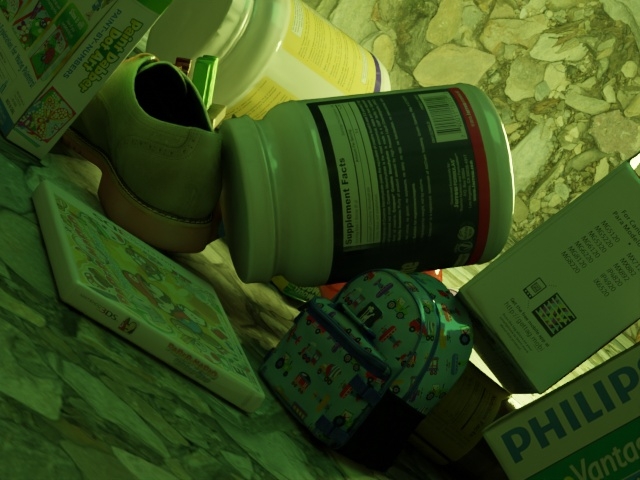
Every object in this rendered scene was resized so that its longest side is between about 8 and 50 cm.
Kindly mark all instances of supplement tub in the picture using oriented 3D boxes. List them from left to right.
[{"bbox_3d":[-0.080,-0.260,2.510,0.331,0.241,0.241,33,11,-34],"label":"supplement tub"},{"bbox_3d":[0.044,-0.055,1.657,0.272,0.191,0.191,-7,25,-12],"label":"supplement tub"}]

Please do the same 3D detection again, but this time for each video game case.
[{"bbox_3d":[-0.157,0.046,1.449,0.206,0.026,0.227,34,11,-27],"label":"video game case"}]

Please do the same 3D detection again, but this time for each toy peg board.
[{"bbox_3d":[-0.200,-0.200,2.057,0.161,0.079,0.161,10,10,0],"label":"toy peg board"}]

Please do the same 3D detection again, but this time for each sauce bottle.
[{"bbox_3d":[0.141,0.184,1.700,0.344,0.111,0.111,41,9,-17],"label":"sauce bottle"}]

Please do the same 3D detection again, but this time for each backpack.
[{"bbox_3d":[0.050,0.104,1.521,0.117,0.173,0.158,31,14,-43],"label":"backpack"}]

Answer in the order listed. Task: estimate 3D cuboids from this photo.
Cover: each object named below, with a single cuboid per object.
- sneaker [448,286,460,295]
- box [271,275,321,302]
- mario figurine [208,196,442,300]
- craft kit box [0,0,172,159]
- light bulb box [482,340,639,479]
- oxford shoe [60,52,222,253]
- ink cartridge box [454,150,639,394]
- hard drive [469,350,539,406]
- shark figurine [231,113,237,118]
[{"bbox_3d":[0.227,0.132,2.458,0.170,0.068,0.071,36,21,34],"label":"sneaker"},{"bbox_3d":[-0.035,0.027,1.952,0.105,0.043,0.179,28,16,-45],"label":"box"},{"bbox_3d":[-0.011,0.011,1.834,0.320,0.198,0.170,23,-3,-20],"label":"mario figurine"},{"bbox_3d":[-0.263,-0.240,1.700,0.061,0.246,0.250,31,13,-36],"label":"craft kit box"},{"bbox_3d":[0.363,0.270,1.519,0.361,0.225,0.358,61,14,11],"label":"light bulb box"},{"bbox_3d":[-0.190,-0.139,1.739,0.140,0.146,0.397,8,25,-35],"label":"oxford shoe"},{"bbox_3d":[0.272,0.027,1.643,0.130,0.272,0.309,52,-2,5],"label":"ink cartridge box"},{"bbox_3d":[0.176,0.175,2.010,0.339,0.064,0.237,33,12,-38],"label":"hard drive"},{"bbox_3d":[-0.070,-0.100,2.037,0.166,0.116,0.278,30,2,-3],"label":"shark figurine"}]
